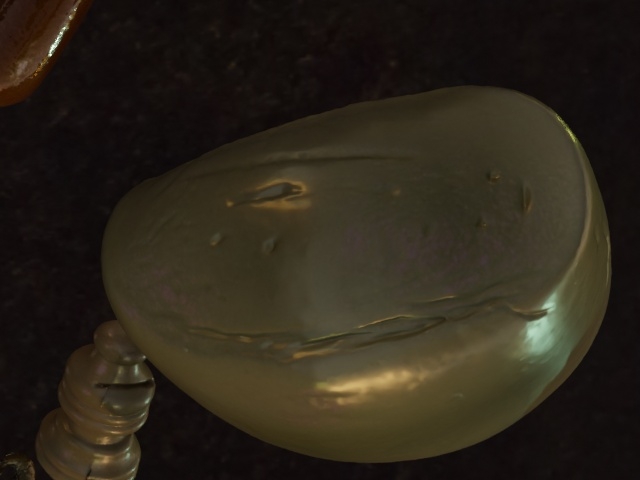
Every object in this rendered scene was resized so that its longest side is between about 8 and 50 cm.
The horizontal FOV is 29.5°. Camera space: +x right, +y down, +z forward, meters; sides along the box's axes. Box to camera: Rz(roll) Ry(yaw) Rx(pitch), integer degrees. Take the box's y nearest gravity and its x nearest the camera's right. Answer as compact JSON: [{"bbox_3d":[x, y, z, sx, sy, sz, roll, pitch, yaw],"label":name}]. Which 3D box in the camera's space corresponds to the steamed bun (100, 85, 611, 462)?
[{"bbox_3d":[0.028,0.029,0.631,0.200,0.250,0.155,49,26,-67],"label":"steamed bun"}]

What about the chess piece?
[{"bbox_3d":[-0.287,0.205,1.589,0.124,0.139,0.307,-18,148,-32],"label":"chess piece"}]

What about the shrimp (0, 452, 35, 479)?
[{"bbox_3d":[-0.422,0.339,1.634,0.083,0.023,0.114,49,48,-50],"label":"shrimp"}]

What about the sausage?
[{"bbox_3d":[-0.268,-0.252,1.183,0.105,0.105,0.274,26,101,-43],"label":"sausage"}]
